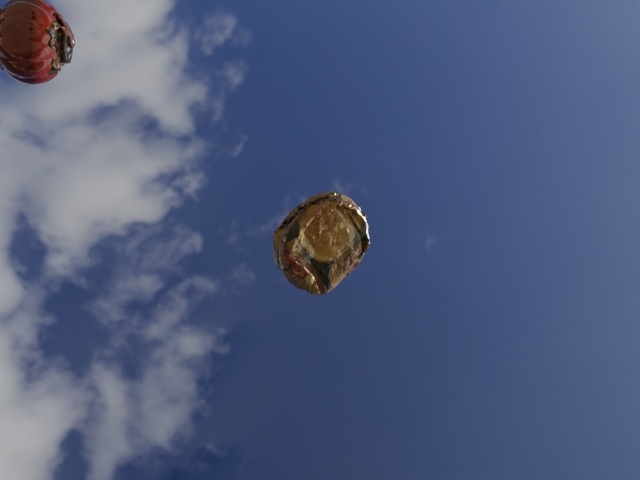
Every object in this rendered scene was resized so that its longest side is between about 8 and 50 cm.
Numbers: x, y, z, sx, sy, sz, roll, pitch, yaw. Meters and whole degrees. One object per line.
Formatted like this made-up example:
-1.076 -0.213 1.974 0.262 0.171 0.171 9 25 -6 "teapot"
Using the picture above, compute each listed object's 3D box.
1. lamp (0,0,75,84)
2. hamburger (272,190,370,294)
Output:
-0.755 -0.525 1.714 0.227 0.227 0.227 -2 -117 4 "lamp"
0.000 0.000 1.393 0.231 0.231 0.107 -34 -148 -12 "hamburger"
